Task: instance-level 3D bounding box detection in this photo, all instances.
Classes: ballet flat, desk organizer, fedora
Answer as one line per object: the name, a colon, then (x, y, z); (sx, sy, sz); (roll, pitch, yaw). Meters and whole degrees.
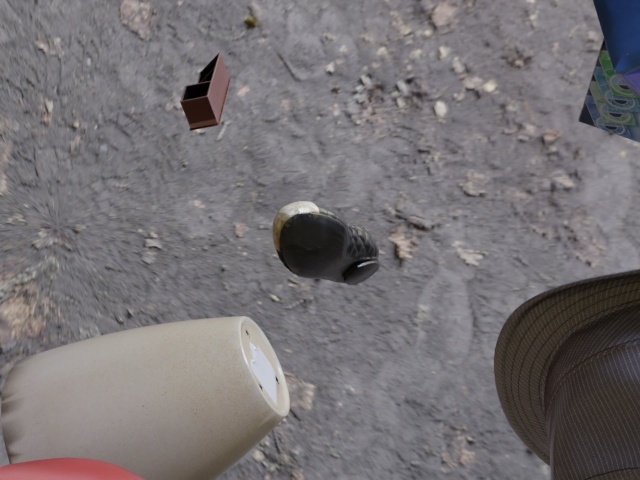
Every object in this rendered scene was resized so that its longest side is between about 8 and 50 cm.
ballet flat: (0.000, 0.000, 0.769); (0.057, 0.173, 0.049); (-39, 67, 9)
desk organizer: (-0.169, -0.222, 1.437); (0.047, 0.130, 0.050); (-9, 129, 12)
fedora: (0.241, 0.139, 0.616); (0.275, 0.124, 0.243); (2, 128, 17)

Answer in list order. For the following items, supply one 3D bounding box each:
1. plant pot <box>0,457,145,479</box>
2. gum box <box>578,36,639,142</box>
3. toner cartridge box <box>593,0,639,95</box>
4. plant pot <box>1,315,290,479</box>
plant pot: (-0.262, 0.301, 0.798); (0.275, 0.243, 0.275); (-3, 71, 9)
gum box: (0.285, -0.106, 0.678); (0.184, 0.157, 0.041); (21, 71, 14)
toner cartridge box: (0.290, -0.205, 0.451); (0.348, 0.075, 0.165); (-19, 81, 25)
plant pot: (-0.184, 0.203, 1.157); (0.274, 0.256, 0.256); (-24, 98, 10)
